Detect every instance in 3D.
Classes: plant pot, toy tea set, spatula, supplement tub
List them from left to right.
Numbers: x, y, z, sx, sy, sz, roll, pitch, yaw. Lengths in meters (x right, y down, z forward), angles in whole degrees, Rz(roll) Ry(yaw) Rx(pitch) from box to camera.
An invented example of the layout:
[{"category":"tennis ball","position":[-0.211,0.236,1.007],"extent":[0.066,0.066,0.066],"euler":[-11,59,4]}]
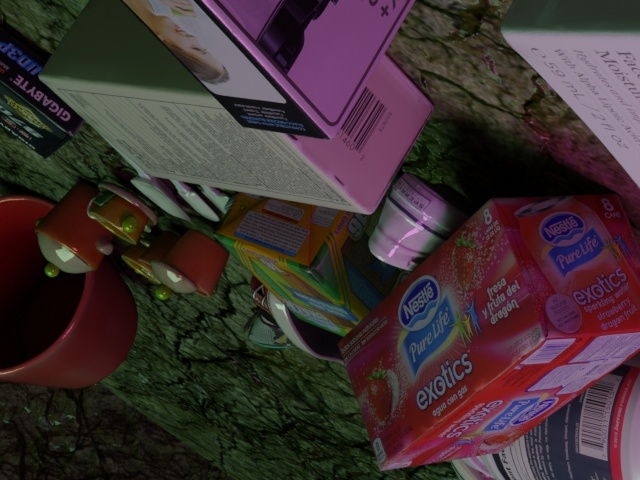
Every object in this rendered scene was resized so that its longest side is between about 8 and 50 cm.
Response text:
[{"category":"plant pot","position":[-0.403,0.097,2.448],"extent":[0.275,0.275,0.243],"euler":[23,171,26]},{"category":"toy tea set","position":[-0.243,0.024,2.091],"extent":[0.200,0.124,0.336],"euler":[37,168,-17]},{"category":"spatula","position":[-0.182,-0.082,1.887],"extent":[0.168,0.019,0.242],"euler":[18,160,43]},{"category":"supplement tub","position":[0.252,0.148,1.461],"extent":[0.191,0.191,0.272],"euler":[41,162,-32]}]

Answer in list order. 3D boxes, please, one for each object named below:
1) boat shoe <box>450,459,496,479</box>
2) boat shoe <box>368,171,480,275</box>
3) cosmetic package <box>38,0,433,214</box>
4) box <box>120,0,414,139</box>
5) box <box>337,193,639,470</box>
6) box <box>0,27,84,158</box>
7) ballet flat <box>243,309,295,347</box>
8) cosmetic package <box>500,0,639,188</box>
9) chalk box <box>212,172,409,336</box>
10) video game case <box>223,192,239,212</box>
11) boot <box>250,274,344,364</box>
[{"category":"boat shoe","position":[0.349,0.308,1.802],"extent":[0.500,0.186,0.156],"euler":[27,159,-3]},{"category":"boat shoe","position":[0.097,-0.001,1.400],"extent":[0.083,0.076,0.226],"euler":[43,-170,29]},{"category":"cosmetic package","position":[-0.076,-0.122,1.389],"extent":[0.309,0.113,0.160],"euler":[14,157,49]},{"category":"box","position":[-0.059,-0.210,0.987],"extent":[0.087,0.169,0.290],"euler":[12,154,44]},{"category":"box","position":[0.137,0.076,1.333],"extent":[0.128,0.122,0.257],"euler":[-3,153,-32]},{"category":"box","position":[-0.358,-0.184,1.823],"extent":[0.220,0.051,0.175],"euler":[38,164,-12]},{"category":"ballet flat","position":[-0.013,0.095,2.041],"extent":[0.221,0.077,0.079],"euler":[10,136,41]},{"category":"cosmetic package","position":[0.219,-0.111,0.792],"extent":[0.151,0.151,0.184],"euler":[41,162,-34]},{"category":"chalk box","position":[0.027,0.013,1.574],"extent":[0.132,0.132,0.213],"euler":[18,159,42]},{"category":"video game case","position":[0.000,0.000,1.795],"extent":[0.190,0.022,0.173],"euler":[34,164,-12]},{"category":"boot","position":[-0.037,0.063,1.869],"extent":[0.176,0.088,0.244],"euler":[28,173,32]}]
